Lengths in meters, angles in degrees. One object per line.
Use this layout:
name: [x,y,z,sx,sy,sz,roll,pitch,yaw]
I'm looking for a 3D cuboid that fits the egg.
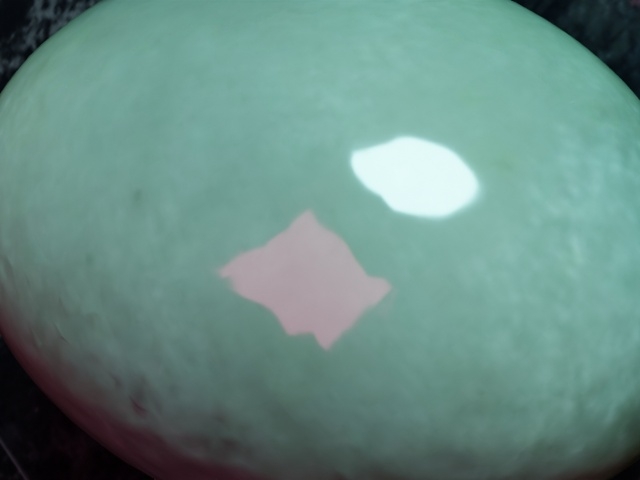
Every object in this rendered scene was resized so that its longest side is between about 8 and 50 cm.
egg: [0.000,0.000,0.631,0.352,0.258,0.258,9,100,29]
